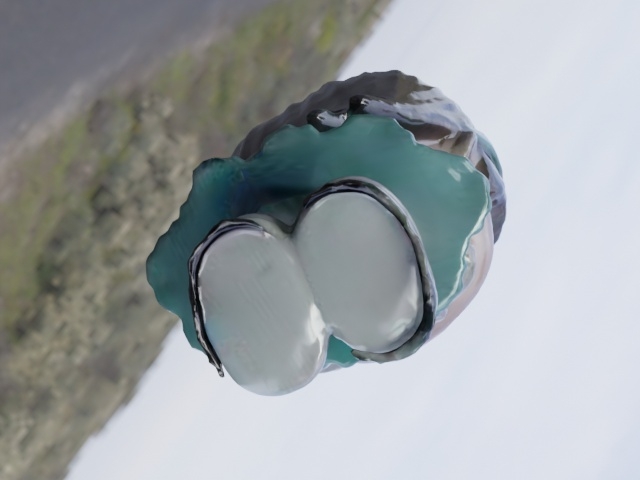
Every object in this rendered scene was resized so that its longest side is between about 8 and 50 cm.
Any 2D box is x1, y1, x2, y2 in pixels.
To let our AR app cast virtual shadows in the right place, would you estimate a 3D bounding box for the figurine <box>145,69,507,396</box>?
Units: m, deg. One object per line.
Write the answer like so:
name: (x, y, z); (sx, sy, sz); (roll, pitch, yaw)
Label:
figurine: (0.000, 0.000, 0.647); (0.138, 0.110, 0.245); (-21, -177, 9)
